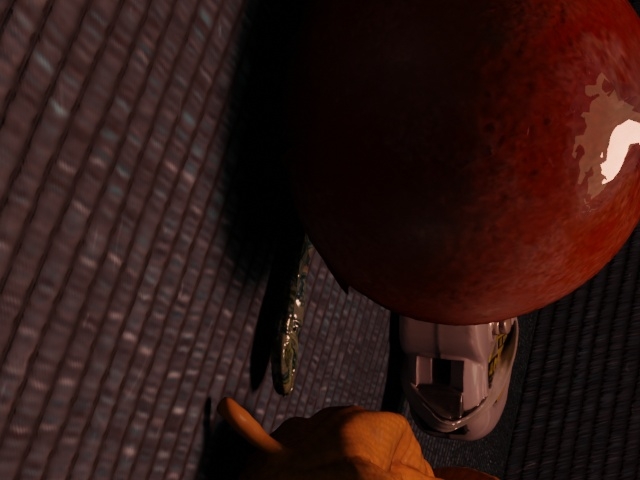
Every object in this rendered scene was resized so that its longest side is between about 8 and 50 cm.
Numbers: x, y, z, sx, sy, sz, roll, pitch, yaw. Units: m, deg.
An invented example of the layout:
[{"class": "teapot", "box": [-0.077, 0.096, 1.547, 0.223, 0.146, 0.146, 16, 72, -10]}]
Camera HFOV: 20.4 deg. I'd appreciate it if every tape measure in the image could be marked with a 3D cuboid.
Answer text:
[{"class": "tape measure", "box": [0.145, 0.109, 1.845, 0.236, 0.120, 0.197, -22, 115, -71]}]

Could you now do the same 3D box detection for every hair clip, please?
[{"class": "hair clip", "box": [-0.003, 0.000, 1.244, 0.066, 0.036, 0.229, 71, 36, -62]}]

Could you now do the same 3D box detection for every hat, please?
[{"class": "hat", "box": [-0.012, 0.182, 1.152, 0.233, 0.244, 0.233, 55, 6, -33]}]

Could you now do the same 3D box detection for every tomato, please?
[{"class": "tomato", "box": [0.098, -0.079, 1.136, 0.265, 0.265, 0.265, 9, 90, -79]}]
